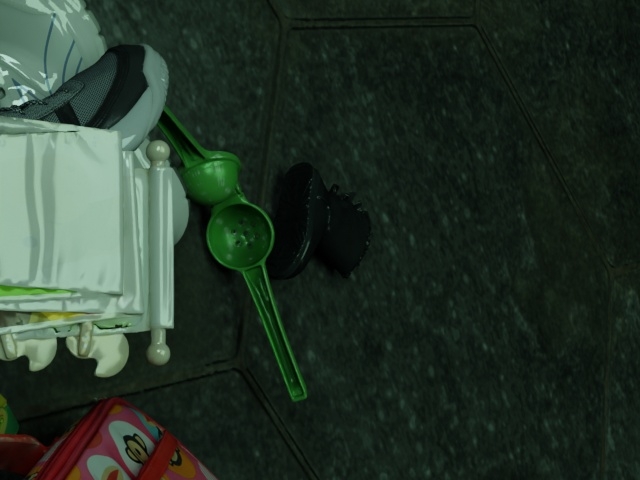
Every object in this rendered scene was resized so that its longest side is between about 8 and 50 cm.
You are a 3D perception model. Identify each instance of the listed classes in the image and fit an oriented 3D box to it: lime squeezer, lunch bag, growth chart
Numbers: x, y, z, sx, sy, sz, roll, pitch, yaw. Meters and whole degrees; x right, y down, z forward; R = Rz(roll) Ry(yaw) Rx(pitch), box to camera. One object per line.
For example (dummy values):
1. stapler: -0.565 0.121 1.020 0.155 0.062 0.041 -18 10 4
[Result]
1. lime squeezer: -0.084 -0.017 1.546 0.110 0.059 0.310 -72 144 -51
2. lunch bag: -0.132 0.224 1.279 0.258 0.120 0.293 46 12 -5
3. growth chart: -0.194 -0.005 1.224 0.237 0.021 0.172 11 83 -28

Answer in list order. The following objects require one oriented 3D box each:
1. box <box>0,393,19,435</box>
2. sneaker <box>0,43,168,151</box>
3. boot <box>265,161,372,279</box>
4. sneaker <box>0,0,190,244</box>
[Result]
1. box: -0.281 0.105 1.281 0.179 0.043 0.105 51 42 -26
2. sneaker: -0.221 -0.075 1.278 0.153 0.101 0.268 50 61 -19
3. boot: -0.001 0.000 1.685 0.099 0.045 0.121 44 48 -43
4. sneaker: -0.206 -0.084 1.394 0.297 0.111 0.129 57 46 -22
